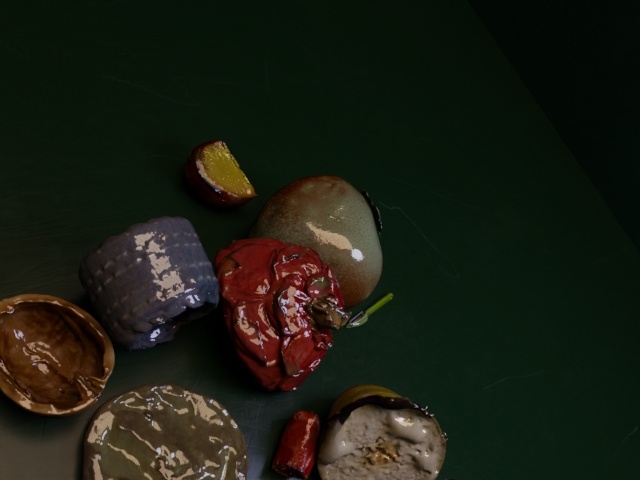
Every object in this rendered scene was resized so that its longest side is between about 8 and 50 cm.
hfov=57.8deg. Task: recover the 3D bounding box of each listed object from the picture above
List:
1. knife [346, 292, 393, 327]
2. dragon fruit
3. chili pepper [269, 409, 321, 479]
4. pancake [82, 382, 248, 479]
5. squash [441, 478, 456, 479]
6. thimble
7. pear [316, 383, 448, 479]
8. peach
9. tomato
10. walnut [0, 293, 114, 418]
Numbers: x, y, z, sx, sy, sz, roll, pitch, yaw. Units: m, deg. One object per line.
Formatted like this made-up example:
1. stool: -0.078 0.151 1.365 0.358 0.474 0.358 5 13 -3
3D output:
1. knife: 0.122 0.167 1.379 0.026 0.022 0.184 34 39 25
2. dragon fruit: -0.065 0.126 1.058 0.317 0.205 0.152 65 11 -1
3. chili pepper: -0.037 0.373 1.068 0.070 0.073 0.123 29 51 -9
4. pancake: -0.242 0.373 0.933 0.294 0.049 0.294 20 46 -22
5. squash: 0.260 0.587 1.153 0.184 0.085 0.192 44 37 -46
6. thimble: -0.282 0.079 0.985 0.205 0.236 0.172 -26 82 -17
7. pear: 0.099 0.364 1.120 0.267 0.267 0.178 26 14 -20
8. peach: -0.227 -0.137 1.288 0.172 0.092 0.127 41 47 -23
9. tomato: 0.000 0.000 1.250 0.303 0.239 0.304 16 53 -23
10. walnut: -0.424 0.183 0.904 0.211 0.087 0.167 46 50 3
